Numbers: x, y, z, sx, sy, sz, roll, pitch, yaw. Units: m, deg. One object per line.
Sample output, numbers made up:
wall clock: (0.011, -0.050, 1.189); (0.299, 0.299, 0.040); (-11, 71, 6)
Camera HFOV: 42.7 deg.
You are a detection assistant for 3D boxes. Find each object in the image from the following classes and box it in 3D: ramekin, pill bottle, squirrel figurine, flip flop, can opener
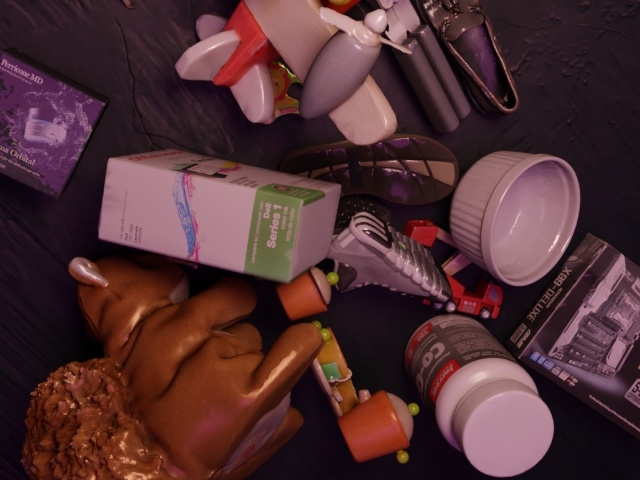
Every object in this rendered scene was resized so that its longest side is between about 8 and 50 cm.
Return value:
ramekin: (0.296, -0.042, 1.274); (0.207, 0.109, 0.207); (-15, 117, -33)
pill bottle: (0.241, 0.235, 1.284); (0.161, 0.283, 0.161); (-2, 106, -9)
squirrel figurine: (-0.251, 0.188, 1.150); (0.370, 0.281, 0.397); (40, 63, 20)
flip flop: (0.074, -0.113, 1.274); (0.277, 0.080, 0.112); (-3, 111, 7)
can opener: (0.133, -0.288, 1.235); (0.074, 0.093, 0.280); (-48, 114, -28)

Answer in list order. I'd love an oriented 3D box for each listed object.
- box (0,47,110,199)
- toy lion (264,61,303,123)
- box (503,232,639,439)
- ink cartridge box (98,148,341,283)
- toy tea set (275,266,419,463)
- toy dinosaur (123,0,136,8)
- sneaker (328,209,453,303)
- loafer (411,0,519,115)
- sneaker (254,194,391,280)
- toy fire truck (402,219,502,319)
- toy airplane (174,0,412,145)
box: (-0.406, -0.167, 1.166); (0.156, 0.093, 0.158); (26, 99, -15)
toy lion: (-0.063, -0.227, 1.239); (0.100, 0.034, 0.096); (-9, 99, -7)
box: (0.512, 0.171, 1.419); (0.307, 0.076, 0.242); (34, 97, -16)
ink cartridge box: (-0.135, -0.042, 1.140); (0.278, 0.201, 0.117); (13, 103, 13)
toy tea set: (0.051, 0.186, 1.256); (0.124, 0.200, 0.336); (-25, 121, -3)
toy dinosaur: (-0.313, -0.457, 1.118); (0.118, 0.064, 0.268); (-2, 109, -16)
sneaker: (0.093, 0.051, 1.274); (0.132, 0.086, 0.229); (-37, 123, 26)
loafer: (0.227, -0.306, 1.233); (0.096, 0.084, 0.267); (-34, 108, 2)
sneaker: (0.000, 0.000, 1.302); (0.235, 0.084, 0.097); (-18, 137, -5)
toy fire truck: (0.220, 0.048, 1.352); (0.192, 0.047, 0.135); (12, 102, -13)
toy airplane: (-0.049, -0.334, 1.051); (0.386, 0.272, 0.384); (12, 90, 23)
